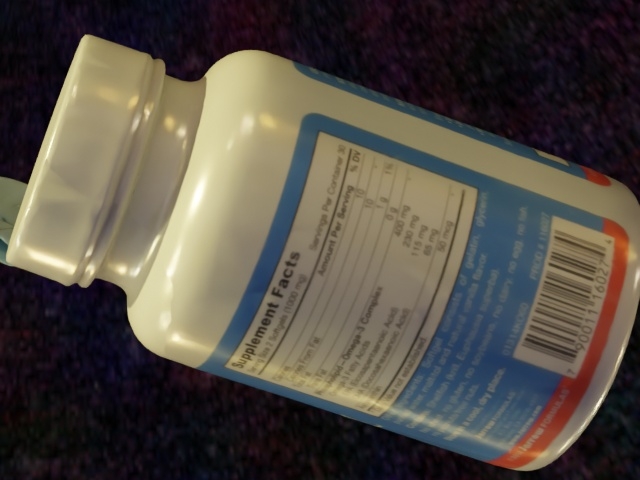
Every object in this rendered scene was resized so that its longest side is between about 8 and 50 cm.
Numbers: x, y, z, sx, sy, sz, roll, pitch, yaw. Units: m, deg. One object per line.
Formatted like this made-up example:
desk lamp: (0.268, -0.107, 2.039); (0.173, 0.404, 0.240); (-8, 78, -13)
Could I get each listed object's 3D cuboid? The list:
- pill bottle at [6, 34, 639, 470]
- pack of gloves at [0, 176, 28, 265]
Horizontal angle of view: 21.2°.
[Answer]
pill bottle: (0.000, 0.000, 0.654); (0.221, 0.124, 0.124); (20, 113, -11)
pack of gloves: (-0.319, -0.004, 1.322); (0.195, 0.232, 0.046); (-30, 130, -44)
